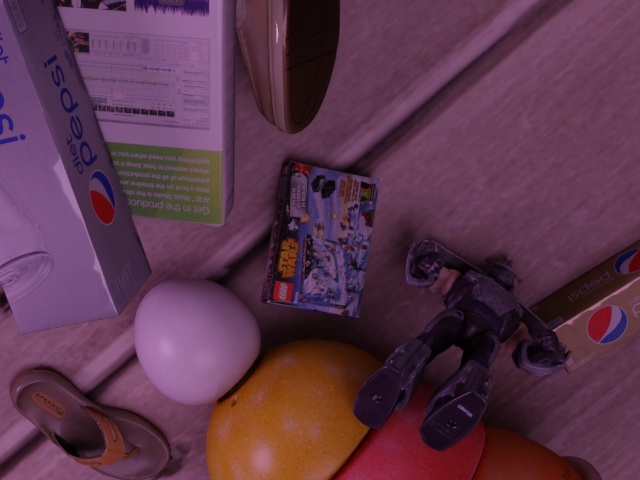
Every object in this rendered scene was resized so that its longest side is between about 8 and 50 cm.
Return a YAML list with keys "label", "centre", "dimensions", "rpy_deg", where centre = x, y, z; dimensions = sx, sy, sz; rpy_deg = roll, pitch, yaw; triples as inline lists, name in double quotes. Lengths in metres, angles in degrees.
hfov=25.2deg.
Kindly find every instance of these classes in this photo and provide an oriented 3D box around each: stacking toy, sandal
- label: "stacking toy"
  centre: [0.010, 0.211, 1.393]
  dimensions: [0.350, 0.350, 0.480]
  rpy_deg: [-44, 97, 8]
- label: "sandal"
  centre: [-0.228, 0.190, 1.414]
  dimensions: [0.180, 0.049, 0.072]
  rpy_deg: [37, 101, -25]

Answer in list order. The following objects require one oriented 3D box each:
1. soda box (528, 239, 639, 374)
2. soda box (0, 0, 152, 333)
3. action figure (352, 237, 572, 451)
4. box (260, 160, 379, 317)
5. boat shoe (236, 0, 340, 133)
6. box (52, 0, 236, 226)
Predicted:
- label: "soda box"
  centre: [0.312, 0.058, 1.483]
  dimensions: [0.181, 0.058, 0.061]
  rpy_deg: [-32, 117, 2]
- label: "soda box"
  centre: [-0.239, -0.071, 1.186]
  dimensions: [0.098, 0.091, 0.286]
  rpy_deg: [-10, 111, 17]
- label: "action figure"
  centre: [0.141, 0.088, 1.351]
  dimensions: [0.185, 0.285, 0.099]
  rpy_deg: [29, 125, 9]
- label: "box"
  centre: [0.000, 0.000, 1.366]
  dimensions: [0.094, 0.027, 0.137]
  rpy_deg: [11, 83, -19]
- label: "boat shoe"
  centre: [-0.053, -0.241, 1.245]
  dimensions: [0.098, 0.109, 0.302]
  rpy_deg: [7, 119, 26]
- label: "box"
  centre: [-0.187, -0.176, 1.213]
  dimensions: [0.232, 0.058, 0.322]
  rpy_deg: [6, 113, 8]
